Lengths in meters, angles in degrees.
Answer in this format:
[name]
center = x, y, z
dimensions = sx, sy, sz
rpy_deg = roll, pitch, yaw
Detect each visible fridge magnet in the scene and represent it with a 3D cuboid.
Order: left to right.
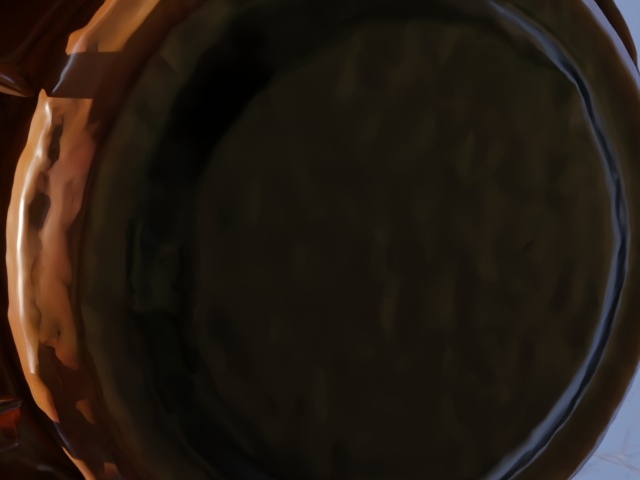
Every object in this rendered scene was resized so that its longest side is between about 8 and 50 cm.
[fridge magnet]
center = 0.000, 0.000, 0.547
dimensions = 0.363, 0.155, 0.364
rpy_deg = -4, -81, -24
